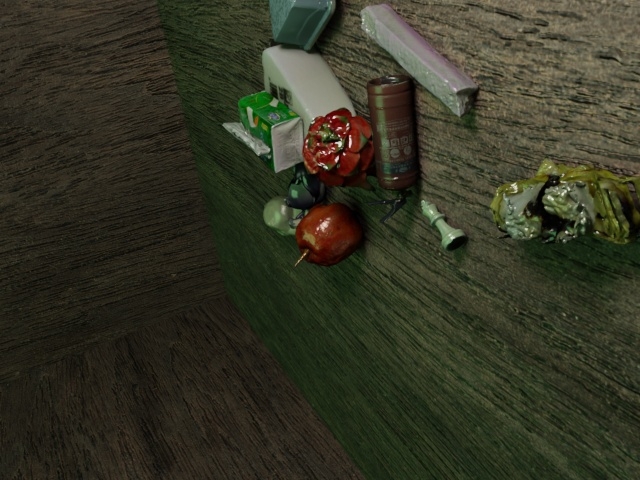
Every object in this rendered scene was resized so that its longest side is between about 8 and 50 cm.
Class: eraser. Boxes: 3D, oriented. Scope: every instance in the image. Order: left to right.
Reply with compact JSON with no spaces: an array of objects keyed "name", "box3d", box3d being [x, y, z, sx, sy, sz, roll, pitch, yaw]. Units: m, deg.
[{"name":"eraser","box3d":[-0.058,-0.420,1.565,0.331,0.150,0.331,48,149,42]}]

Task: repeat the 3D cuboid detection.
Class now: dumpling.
[{"name":"dumpling","box3d":[-0.141,-0.093,2.075,0.250,0.132,0.162,-8,94,52]}]

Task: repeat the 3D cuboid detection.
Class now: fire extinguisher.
[{"name":"fire extinguisher","box3d":[0.160,-0.204,1.276,0.102,0.138,0.343,-112,12,-63]}]

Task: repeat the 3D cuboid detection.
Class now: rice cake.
[{"name":"rice cake","box3d":[0.197,-0.386,1.114,0.365,0.073,0.056,55,151,30]}]

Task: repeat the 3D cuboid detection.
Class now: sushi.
[{"name":"sushi","box3d":[0.392,-0.063,0.890,0.291,0.131,0.139,-165,55,-73]}]

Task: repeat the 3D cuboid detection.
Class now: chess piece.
[{"name":"chess piece","box3d":[0.279,-0.042,1.265,0.059,0.059,0.149,95,152,-47]}]

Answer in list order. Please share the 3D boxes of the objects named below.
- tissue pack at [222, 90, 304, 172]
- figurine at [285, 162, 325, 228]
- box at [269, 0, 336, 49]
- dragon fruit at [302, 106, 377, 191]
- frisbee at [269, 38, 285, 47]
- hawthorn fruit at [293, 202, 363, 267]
[{"name":"tissue pack","box3d":[-0.163,-0.303,1.522,0.209,0.156,0.148,44,150,40]},{"name":"figurine","box3d":[-0.047,-0.149,1.779,0.145,0.145,0.222,22,123,61]},{"name":"box","box3d":[-0.047,-0.613,1.394,0.227,0.130,0.162,154,110,-69]},{"name":"dragon fruit","box3d":[0.065,-0.225,1.375,0.193,0.274,0.192,-4,75,34]},{"name":"frisbee","box3d":[-0.125,-0.626,1.712,0.187,0.012,0.210,37,142,54]},{"name":"hawthorn fruit","box3d":[0.000,0.000,1.665,0.207,0.243,0.207,40,157,21]}]
